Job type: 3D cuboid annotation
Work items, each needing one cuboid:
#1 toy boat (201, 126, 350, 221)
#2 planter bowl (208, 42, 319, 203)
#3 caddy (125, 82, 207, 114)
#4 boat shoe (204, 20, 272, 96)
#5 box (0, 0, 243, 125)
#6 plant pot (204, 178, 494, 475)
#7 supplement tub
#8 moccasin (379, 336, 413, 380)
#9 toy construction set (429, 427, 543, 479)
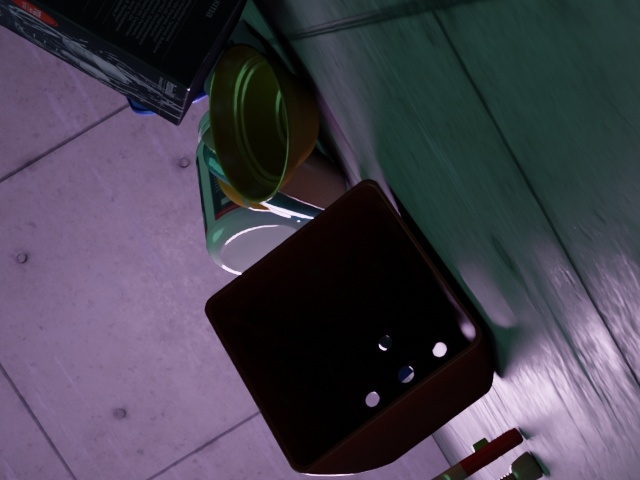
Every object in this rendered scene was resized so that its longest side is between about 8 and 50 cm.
[{"bbox_3d":[-0.050,-0.062,1.909,0.267,0.148,0.318,22,-165,-45],"label":"toy boat"},{"bbox_3d":[-0.064,-0.165,1.767,0.217,0.090,0.217,24,120,52],"label":"planter bowl"},{"bbox_3d":[-0.286,-0.355,2.536,0.179,0.241,0.341,65,175,-26],"label":"caddy"},{"bbox_3d":[-0.117,-0.248,2.005,0.105,0.113,0.306,53,-177,-25],"label":"boat shoe"},{"bbox_3d":[-0.263,-0.312,1.615,0.312,0.179,0.343,29,174,-6],"label":"box"},{"bbox_3d":[0.064,0.136,1.602,0.267,0.267,0.236,57,-172,33],"label":"plant pot"},{"bbox_3d":[-0.114,-0.094,2.222,0.191,0.191,0.272,63,-166,-56],"label":"supplement tub"},{"bbox_3d":[0.112,0.134,1.998,0.117,0.138,0.342,44,160,16],"label":"moccasin"},{"bbox_3d":[0.233,0.434,1.768,0.309,0.237,0.257,60,177,-14],"label":"toy construction set"}]
